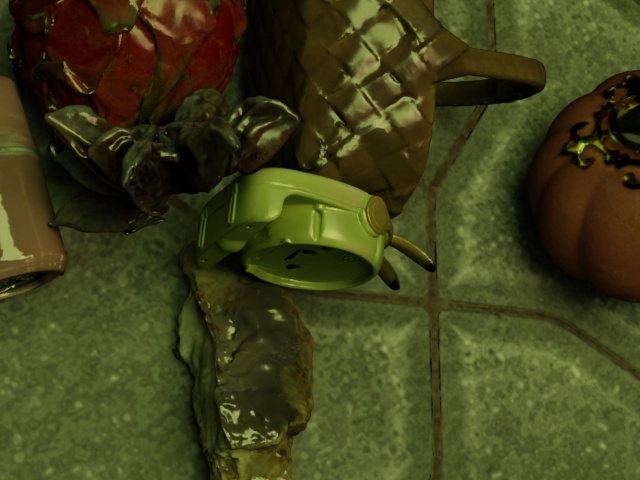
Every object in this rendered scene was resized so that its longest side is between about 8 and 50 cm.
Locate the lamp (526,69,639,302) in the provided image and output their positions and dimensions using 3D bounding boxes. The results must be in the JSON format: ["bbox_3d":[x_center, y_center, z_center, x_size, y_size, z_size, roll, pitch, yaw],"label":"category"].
[{"bbox_3d":[0.397,-0.056,1.681,0.305,0.240,0.305,-12,49,14],"label":"lamp"}]

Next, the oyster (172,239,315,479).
[{"bbox_3d":[-0.072,0.150,1.486,0.166,0.110,0.341,17,53,-22],"label":"oyster"}]

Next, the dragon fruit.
[{"bbox_3d":[-0.204,-0.217,1.498,0.244,0.244,0.299,21,90,-14],"label":"dragon fruit"}]

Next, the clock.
[{"bbox_3d":[0.000,0.000,1.465,0.232,0.170,0.069,14,66,-22],"label":"clock"}]

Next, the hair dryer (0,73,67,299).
[{"bbox_3d":[-0.443,-0.021,1.406,0.352,0.125,0.210,-15,80,-16],"label":"hair dryer"}]

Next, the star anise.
[{"bbox_3d":[-0.147,-0.078,1.350,0.212,0.282,0.129,-14,96,-24],"label":"star anise"}]

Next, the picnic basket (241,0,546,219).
[{"bbox_3d":[0.089,-0.181,1.568,0.337,0.293,0.337,1,88,-21],"label":"picnic basket"}]
